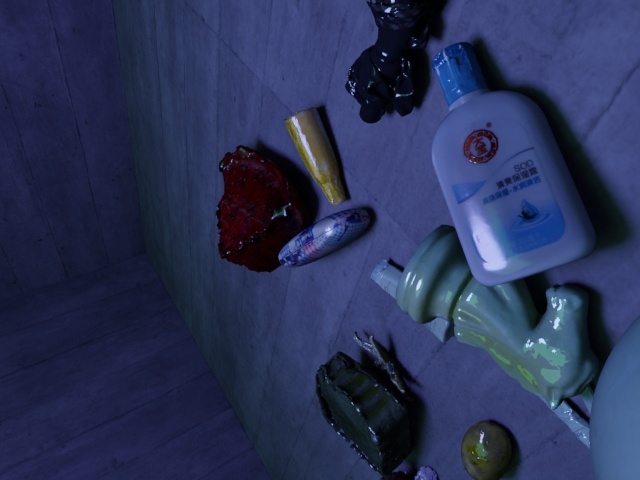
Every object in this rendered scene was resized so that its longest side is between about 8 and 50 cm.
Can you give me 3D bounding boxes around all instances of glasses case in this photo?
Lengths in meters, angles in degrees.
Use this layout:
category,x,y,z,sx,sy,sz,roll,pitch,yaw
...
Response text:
category,x,y,z,sx,sy,sz,roll,pitch,yaw
glasses case,0.000,0.000,1.130,0.076,0.125,0.327,65,151,4

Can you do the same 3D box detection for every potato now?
category,x,y,z,sx,sy,sz,roll,pitch,yaw
potato,0.315,0.410,0.930,0.091,0.070,0.138,36,137,43

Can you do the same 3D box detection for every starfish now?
category,x,y,z,sx,sy,sz,roll,pitch,yaw
starfish,0.143,0.285,1.141,0.208,0.053,0.176,33,153,45

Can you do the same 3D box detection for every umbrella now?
category,x,y,z,sx,sy,sz,roll,pitch,yaw
umbrella,0.113,-0.299,0.775,0.272,0.122,0.110,105,178,-52

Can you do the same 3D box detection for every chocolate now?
category,x,y,z,sx,sy,sz,roll,pitch,yaw
chocolate,-0.004,-0.181,1.069,0.085,0.085,0.219,-10,105,60

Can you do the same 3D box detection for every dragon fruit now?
category,x,y,z,sx,sy,sz,roll,pitch,yaw
dragon fruit,-0.133,-0.113,1.325,0.286,0.228,0.329,-37,52,28

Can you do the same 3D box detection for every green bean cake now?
category,x,y,z,sx,sy,sz,roll,pitch,yaw
green bean cake,0.105,0.418,1.182,0.241,0.132,0.255,35,149,44

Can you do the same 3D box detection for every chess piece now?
category,x,y,z,sx,sy,sz,roll,pitch,yaw
chess piece,0.278,0.109,0.740,0.298,0.176,0.176,33,136,30

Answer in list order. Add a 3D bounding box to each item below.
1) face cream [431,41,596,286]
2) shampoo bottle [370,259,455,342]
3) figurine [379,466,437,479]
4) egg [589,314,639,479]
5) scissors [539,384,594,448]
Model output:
category,x,y,z,sx,sy,sz,roll,pitch,yaw
face cream,0.237,-0.115,0.667,0.163,0.080,0.337,-24,76,33
shampoo bottle,0.187,0.117,0.974,0.212,0.049,0.072,39,144,42
figurine,0.224,0.644,1.173,0.240,0.115,0.175,-12,88,64
egg,0.400,0.183,0.430,0.276,0.276,0.389,36,136,44
scissors,0.455,0.340,0.697,0.383,0.029,0.256,58,149,20
